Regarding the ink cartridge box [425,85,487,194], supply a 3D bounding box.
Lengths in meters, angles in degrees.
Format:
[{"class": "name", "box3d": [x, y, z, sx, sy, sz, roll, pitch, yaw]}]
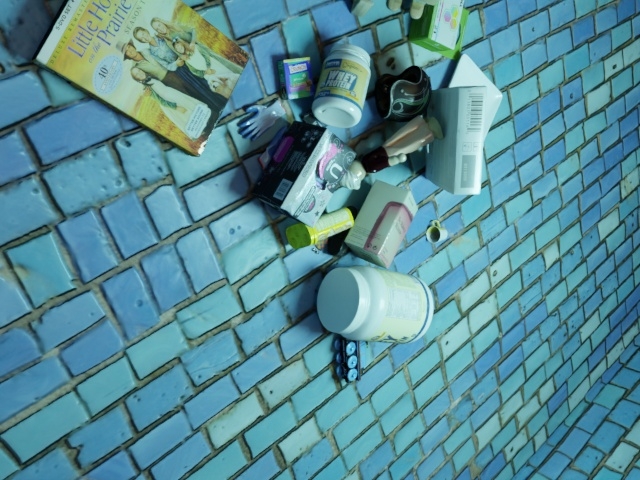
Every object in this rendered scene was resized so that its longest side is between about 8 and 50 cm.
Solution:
[{"class": "ink cartridge box", "box3d": [0.413, -0.322, 1.754, 0.091, 0.385, 0.308, -1, 104, -2]}]

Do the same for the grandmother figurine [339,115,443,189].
[{"class": "grandmother figurine", "box3d": [0.199, -0.266, 1.717, 0.342, 0.208, 0.104, -30, 98, -1]}]

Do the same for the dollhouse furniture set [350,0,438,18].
[{"class": "dollhouse furniture set", "box3d": [0.232, -0.723, 1.631, 0.242, 0.212, 0.161, 14, 90, -12]}]

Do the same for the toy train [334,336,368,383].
[{"class": "toy train", "box3d": [0.109, 0.387, 1.871, 0.105, 0.080, 0.184, -18, 110, -39]}]

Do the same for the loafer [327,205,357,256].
[{"class": "loafer", "box3d": [0.076, -0.027, 1.770, 0.061, 0.062, 0.170, 27, 87, -60]}]

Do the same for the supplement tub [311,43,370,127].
[{"class": "supplement tub", "box3d": [0.063, -0.440, 1.591, 0.144, 0.144, 0.199, 24, 72, -38]}]

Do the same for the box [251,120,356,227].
[{"class": "box", "box3d": [-0.044, -0.185, 1.552, 0.142, 0.163, 0.247, 32, 87, -42]}]

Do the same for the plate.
[{"class": "plate", "box3d": [0.523, -0.477, 2.002, 0.277, 0.045, 0.278, 29, 83, -37]}]

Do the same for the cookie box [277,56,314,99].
[{"class": "cookie box", "box3d": [-0.069, -0.456, 1.566, 0.092, 0.040, 0.107, -19, 110, -32]}]

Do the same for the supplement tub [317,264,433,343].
[{"class": "supplement tub", "box3d": [0.175, 0.205, 1.777, 0.325, 0.235, 0.235, 12, 93, -38]}]

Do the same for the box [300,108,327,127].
[{"class": "box", "box3d": [-0.012, -0.357, 1.646, 0.083, 0.018, 0.067, -39, 120, -24]}]

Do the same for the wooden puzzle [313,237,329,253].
[{"class": "wooden puzzle", "box3d": [0.000, 0.000, 1.744, 0.083, 0.006, 0.049, -52, 125, -16]}]

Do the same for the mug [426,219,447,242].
[{"class": "mug", "box3d": [0.431, -0.030, 2.028, 0.064, 0.062, 0.078, -4, 110, -44]}]

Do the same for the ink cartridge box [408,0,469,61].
[{"class": "ink cartridge box", "box3d": [0.426, -0.720, 1.841, 0.255, 0.097, 0.188, 7, 96, -37]}]

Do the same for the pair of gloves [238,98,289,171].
[{"class": "pair of gloves", "box3d": [-0.139, -0.299, 1.563, 0.159, 0.023, 0.198, -42, 123, -22]}]

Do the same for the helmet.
[{"class": "helmet", "box3d": [0.266, -0.457, 1.741, 0.162, 0.169, 0.169, -11, 108, -17]}]

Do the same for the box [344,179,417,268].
[{"class": "box", "box3d": [0.197, -0.050, 1.771, 0.232, 0.127, 0.148, -62, 154, -10]}]

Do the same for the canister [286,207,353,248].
[{"class": "canister", "box3d": [0.000, -0.038, 1.659, 0.170, 0.126, 0.073, -23, 94, -34]}]

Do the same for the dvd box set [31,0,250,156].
[{"class": "dvd box set", "box3d": [-0.399, -0.432, 1.313, 0.420, 0.062, 0.307, 31, 81, -37]}]
